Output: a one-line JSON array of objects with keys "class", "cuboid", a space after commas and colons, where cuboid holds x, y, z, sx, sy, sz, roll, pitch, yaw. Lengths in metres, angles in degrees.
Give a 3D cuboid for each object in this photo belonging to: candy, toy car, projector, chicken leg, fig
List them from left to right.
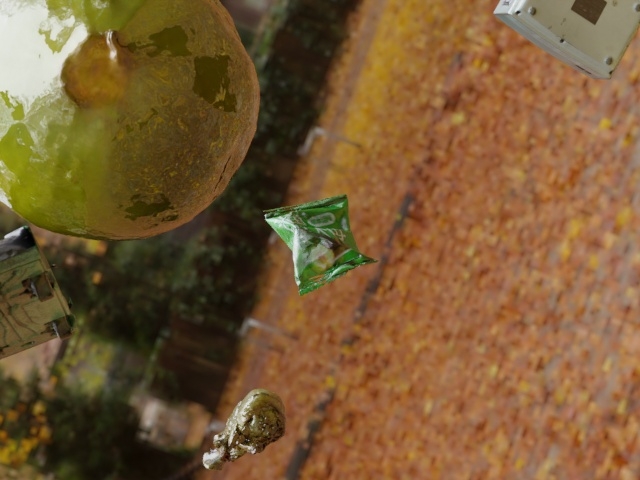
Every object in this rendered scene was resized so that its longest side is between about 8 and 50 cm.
[{"class": "toy car", "cuboid": [-0.361, 0.062, 1.641, 0.320, 0.141, 0.097, 97, 150, -73]}, {"class": "fig", "cuboid": [-0.222, -0.154, 1.486, 0.343, 0.343, 0.343, -160, 90, -85]}, {"class": "chicken leg", "cuboid": [-0.105, 0.253, 1.840, 0.093, 0.070, 0.178, -39, -3, -43]}, {"class": "candy", "cuboid": [-0.002, 0.003, 2.365, 0.203, 0.141, 0.078, -113, 25, -45]}, {"class": "projector", "cuboid": [0.286, -0.263, 1.602, 0.115, 0.147, 0.061, -61, 19, -2]}]
